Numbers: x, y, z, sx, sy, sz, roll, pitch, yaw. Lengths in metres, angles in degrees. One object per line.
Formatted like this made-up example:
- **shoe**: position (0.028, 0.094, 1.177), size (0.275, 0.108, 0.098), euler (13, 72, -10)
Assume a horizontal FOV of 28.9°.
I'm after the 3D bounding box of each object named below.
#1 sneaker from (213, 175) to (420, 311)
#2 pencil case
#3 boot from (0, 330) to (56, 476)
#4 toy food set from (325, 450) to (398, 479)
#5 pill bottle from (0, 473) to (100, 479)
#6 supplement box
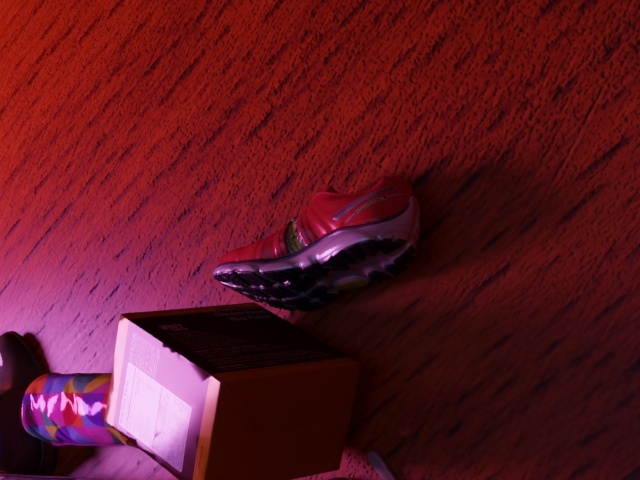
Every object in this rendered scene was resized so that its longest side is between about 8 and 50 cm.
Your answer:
- **sneaker**: position (0.000, 0.000, 1.397), size (0.279, 0.107, 0.118), euler (-16, 53, 35)
- **pencil case**: position (-0.274, 0.217, 1.569), size (0.236, 0.104, 0.104), euler (-3, 81, 41)
- **boot**: position (-0.434, 0.219, 1.692), size (0.082, 0.106, 0.219), euler (-36, 62, 29)
- **toy food set**: position (0.001, 0.324, 1.339), size (0.218, 0.071, 0.128), euler (-44, 58, 25)
- **pill bottle**: position (-0.329, 0.375, 1.544), size (0.278, 0.162, 0.162), euler (-6, 79, 39)
- **supplement box**: position (-0.098, 0.164, 1.347), size (0.194, 0.191, 0.129), euler (26, 111, 45)
